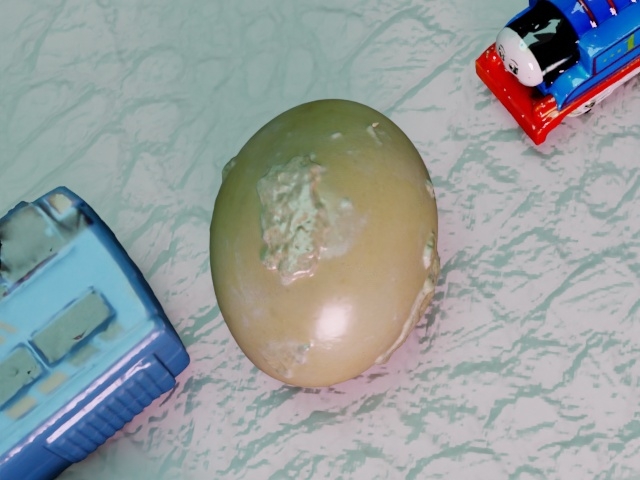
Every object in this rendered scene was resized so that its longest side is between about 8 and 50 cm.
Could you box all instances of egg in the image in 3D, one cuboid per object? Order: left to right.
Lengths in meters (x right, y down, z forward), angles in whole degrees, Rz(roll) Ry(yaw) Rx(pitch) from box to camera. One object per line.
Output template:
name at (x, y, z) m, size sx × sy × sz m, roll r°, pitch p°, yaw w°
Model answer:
egg at (0.001, 0.001, 1.012) m, size 0.164 × 0.164 × 0.202 m, roll 4°, pitch 73°, yaw 12°

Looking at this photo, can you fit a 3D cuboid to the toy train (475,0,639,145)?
toy train at (0.213, -0.170, 1.056) m, size 0.204 × 0.131 × 0.083 m, roll -34°, pitch 66°, yaw -5°

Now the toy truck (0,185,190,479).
toy truck at (-0.279, 0.132, 1.009) m, size 0.385 × 0.161 × 0.162 m, roll -38°, pitch 75°, yaw -8°
